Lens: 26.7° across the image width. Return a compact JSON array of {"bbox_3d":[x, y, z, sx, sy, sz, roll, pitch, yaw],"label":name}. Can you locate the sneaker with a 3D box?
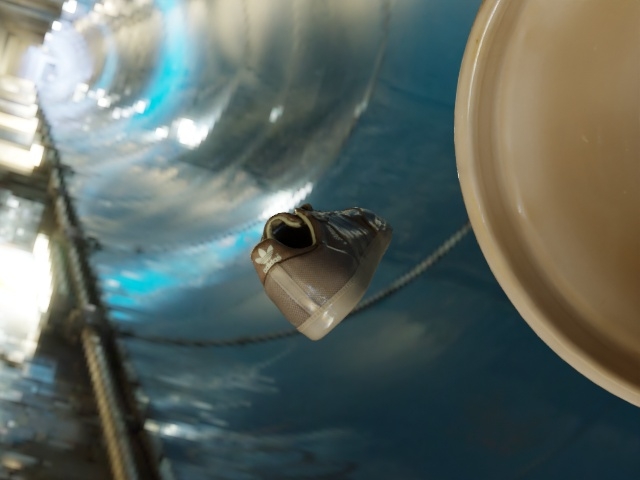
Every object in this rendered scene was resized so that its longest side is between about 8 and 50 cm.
[{"bbox_3d":[0.000,0.000,0.888,0.066,0.071,0.188,-42,-172,14],"label":"sneaker"}]

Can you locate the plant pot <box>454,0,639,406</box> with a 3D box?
[{"bbox_3d":[0.185,-0.048,0.574,0.110,0.237,0.237,-22,143,-51],"label":"plant pot"}]
